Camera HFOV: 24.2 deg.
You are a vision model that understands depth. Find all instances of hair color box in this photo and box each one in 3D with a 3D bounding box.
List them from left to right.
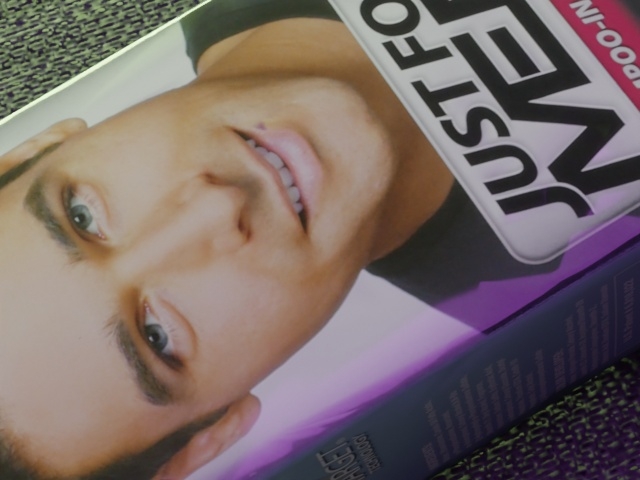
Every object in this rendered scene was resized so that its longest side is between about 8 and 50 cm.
[{"bbox_3d":[0.000,0.000,0.595,0.374,0.113,0.185,-31,64,-4],"label":"hair color box"}]
